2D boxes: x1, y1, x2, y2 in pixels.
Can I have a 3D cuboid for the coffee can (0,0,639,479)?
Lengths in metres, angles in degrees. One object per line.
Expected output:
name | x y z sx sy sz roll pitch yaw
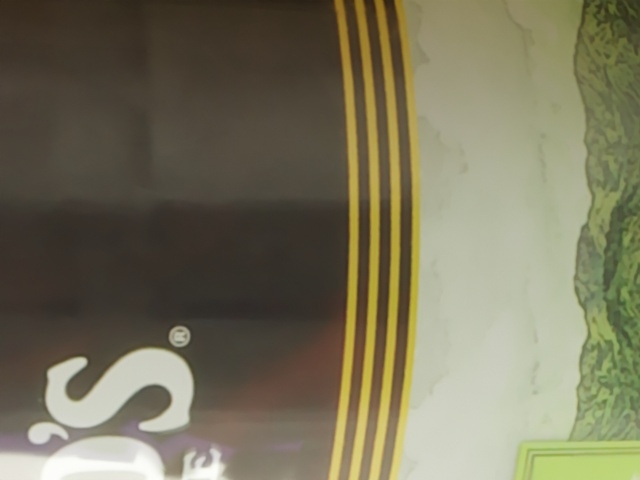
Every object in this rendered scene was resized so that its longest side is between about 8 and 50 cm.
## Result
coffee can | 0.000 0.000 0.432 0.275 0.202 0.201 0 147 -16
